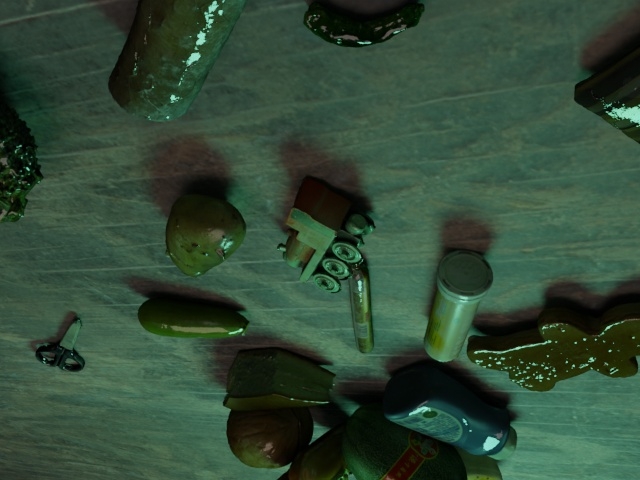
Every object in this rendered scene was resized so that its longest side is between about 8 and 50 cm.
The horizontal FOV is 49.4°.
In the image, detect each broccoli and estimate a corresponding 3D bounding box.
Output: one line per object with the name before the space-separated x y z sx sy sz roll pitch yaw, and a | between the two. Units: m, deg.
broccoli | -0.441 -0.103 0.848 0.197 0.226 0.176 27 100 -15

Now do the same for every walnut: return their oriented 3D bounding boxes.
walnut | -0.104 0.386 1.428 0.167 0.168 0.207 32 145 -23

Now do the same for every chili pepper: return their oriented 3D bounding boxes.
chili pepper | 0.042 -0.201 0.662 0.117 0.035 0.055 6 162 18

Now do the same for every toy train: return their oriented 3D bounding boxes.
toy train | 0.000 0.000 0.934 0.118 0.074 0.176 28 149 -3

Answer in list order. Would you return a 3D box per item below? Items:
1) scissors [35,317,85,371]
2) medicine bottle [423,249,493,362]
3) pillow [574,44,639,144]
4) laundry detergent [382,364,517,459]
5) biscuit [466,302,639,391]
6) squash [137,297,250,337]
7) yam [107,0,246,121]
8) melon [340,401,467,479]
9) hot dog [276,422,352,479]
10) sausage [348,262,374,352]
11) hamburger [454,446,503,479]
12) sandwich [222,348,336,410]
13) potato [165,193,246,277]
scissors | -0.539 0.220 1.475 0.109 0.022 0.300 22 144 -16
medicine bottle | 0.191 0.101 1.003 0.073 0.074 0.218 10 147 7
pillow | 0.377 -0.133 0.620 0.212 0.052 0.208 30 145 -17
laundry detergent | 0.258 0.325 1.279 0.289 0.094 0.143 30 135 -26
biscuit | 0.378 0.152 1.022 0.196 0.049 0.301 28 143 -26
squash | -0.222 0.139 1.211 0.200 0.066 0.066 6 145 6
yam | -0.126 -0.216 0.656 0.093 0.093 0.259 26 144 -16
melon | 0.170 0.435 1.350 0.287 0.182 0.182 37 145 7
hot dog | 0.009 0.463 1.417 0.100 0.135 0.337 40 -168 17
sausage | 0.065 0.113 1.094 0.032 0.033 0.269 6 145 12
hamburger | 0.300 0.514 1.498 0.172 0.116 0.210 6 145 8
sandwich | -0.101 0.269 1.322 0.257 0.094 0.096 -11 142 30
potato | -0.164 -0.007 0.967 0.105 0.085 0.188 40 147 1
